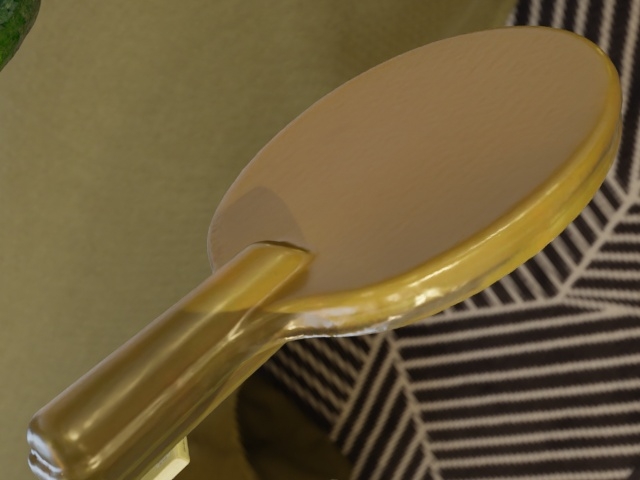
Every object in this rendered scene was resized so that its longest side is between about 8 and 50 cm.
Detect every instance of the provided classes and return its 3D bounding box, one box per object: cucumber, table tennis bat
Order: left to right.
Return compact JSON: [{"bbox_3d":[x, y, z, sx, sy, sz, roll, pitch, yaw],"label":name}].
[{"bbox_3d":[-0.225,-0.141,1.002,0.039,0.168,0.039,15,142,12],"label":"cucumber"},{"bbox_3d":[0.000,0.000,0.654,0.198,0.321,0.050,22,148,52],"label":"table tennis bat"}]

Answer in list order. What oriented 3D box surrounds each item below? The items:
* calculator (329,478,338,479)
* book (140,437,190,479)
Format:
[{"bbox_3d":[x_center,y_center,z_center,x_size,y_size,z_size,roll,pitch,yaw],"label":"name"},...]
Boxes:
[{"bbox_3d":[-0.126,0.177,0.459,0.248,0.274,0.058,-22,96,35],"label":"calculator"},{"bbox_3d":[-0.120,0.128,1.024,0.077,0.014,0.111,-45,38,33],"label":"book"}]
